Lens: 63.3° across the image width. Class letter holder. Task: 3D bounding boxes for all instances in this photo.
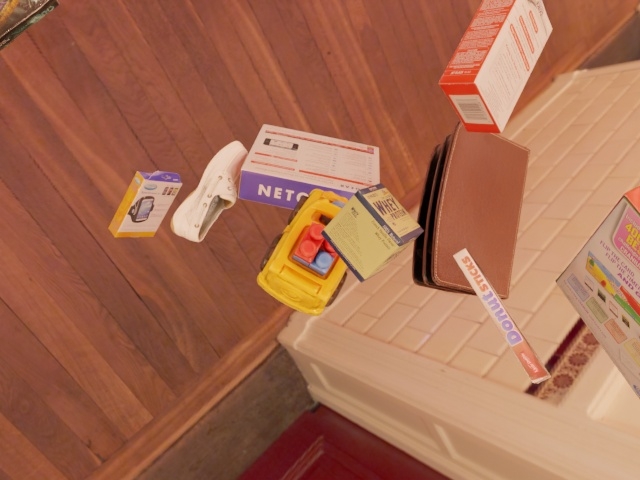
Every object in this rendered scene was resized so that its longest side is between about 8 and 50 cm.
[{"bbox_3d":[0.258,-0.055,1.008,0.215,0.152,0.301,14,84,-33],"label":"letter holder"}]

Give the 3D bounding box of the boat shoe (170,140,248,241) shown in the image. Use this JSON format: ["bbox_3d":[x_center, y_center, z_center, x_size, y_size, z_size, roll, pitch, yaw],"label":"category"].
[{"bbox_3d":[-0.244,-0.114,1.262,0.277,0.096,0.098,-59,160,-13],"label":"boat shoe"}]

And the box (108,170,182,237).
[{"bbox_3d":[-0.291,-0.065,0.875,0.081,0.028,0.136,-2,129,-58],"label":"box"}]

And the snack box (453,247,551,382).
[{"bbox_3d":[0.225,0.093,0.650,0.022,0.178,0.064,-33,154,14],"label":"snack box"}]

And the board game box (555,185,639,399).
[{"bbox_3d":[0.455,0.090,0.702,0.064,0.242,0.316,-26,155,-3],"label":"board game box"}]

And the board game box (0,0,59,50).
[{"bbox_3d":[-0.450,-0.342,0.665,0.126,0.026,0.186,-42,95,-7],"label":"board game box"}]

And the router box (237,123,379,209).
[{"bbox_3d":[-0.018,-0.181,1.347,0.336,0.301,0.082,12,123,-1],"label":"router box"}]

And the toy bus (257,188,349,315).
[{"bbox_3d":[0.000,0.000,0.887,0.150,0.211,0.220,30,72,0],"label":"toy bus"}]

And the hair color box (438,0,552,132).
[{"bbox_3d":[0.215,-0.225,0.630,0.093,0.053,0.167,41,73,-42],"label":"hair color box"}]

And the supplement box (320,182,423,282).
[{"bbox_3d":[0.062,-0.010,0.636,0.083,0.083,0.056,50,37,13],"label":"supplement box"}]
